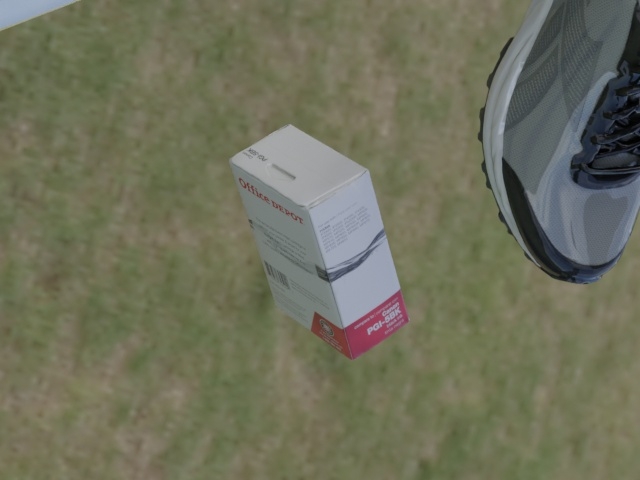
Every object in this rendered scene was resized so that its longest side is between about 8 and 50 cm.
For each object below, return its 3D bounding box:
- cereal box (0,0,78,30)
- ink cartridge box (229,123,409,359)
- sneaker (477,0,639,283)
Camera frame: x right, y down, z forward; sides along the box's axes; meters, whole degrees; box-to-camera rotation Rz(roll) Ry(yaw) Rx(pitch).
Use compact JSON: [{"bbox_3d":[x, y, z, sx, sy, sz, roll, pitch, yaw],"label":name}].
[{"bbox_3d":[-0.174,-0.250,1.060,0.173,0.047,0.240,-23,122,-15],"label":"cereal box"},{"bbox_3d":[0.000,0.000,1.267,0.056,0.099,0.135,-33,129,-21],"label":"ink cartridge box"},{"bbox_3d":[0.159,-0.096,0.983,0.100,0.108,0.271,-6,118,-28],"label":"sneaker"}]
